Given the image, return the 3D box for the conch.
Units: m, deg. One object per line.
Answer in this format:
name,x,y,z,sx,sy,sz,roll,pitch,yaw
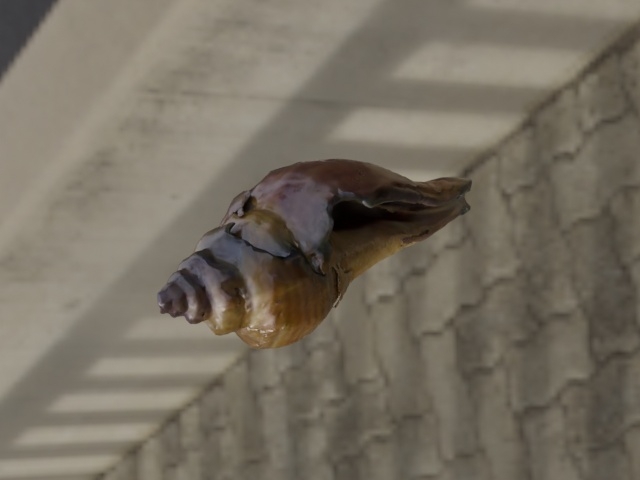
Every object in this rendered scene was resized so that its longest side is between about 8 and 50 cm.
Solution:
conch,-0.004,-0.004,0.977,0.080,0.233,0.086,33,140,21
